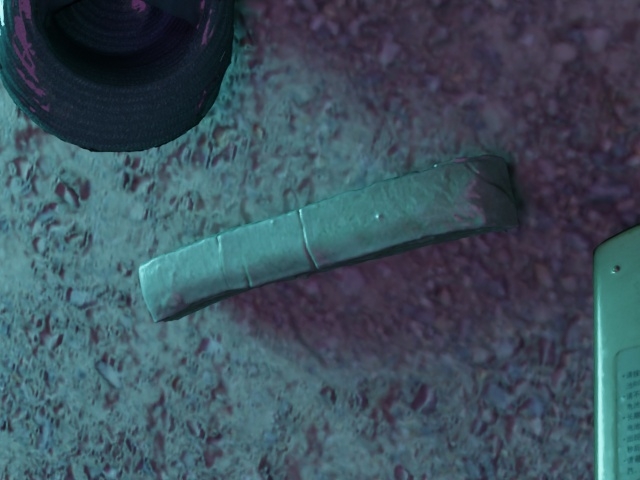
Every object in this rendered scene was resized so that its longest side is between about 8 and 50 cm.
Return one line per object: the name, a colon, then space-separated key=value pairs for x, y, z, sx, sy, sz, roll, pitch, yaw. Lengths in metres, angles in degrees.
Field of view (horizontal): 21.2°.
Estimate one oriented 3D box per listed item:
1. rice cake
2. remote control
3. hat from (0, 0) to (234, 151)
rice cake: x=0.000 y=0.000 z=0.978 sx=0.245 sy=0.042 sz=0.045 roll=-16 pitch=84 yaw=31
remote control: x=0.179 y=0.095 z=0.835 sx=0.098 sy=0.038 sz=0.233 roll=-17 pitch=57 yaw=35
hat: x=-0.112 y=-0.148 z=0.970 sx=0.138 sy=0.078 sz=0.191 roll=9 pitch=107 yaw=-13
